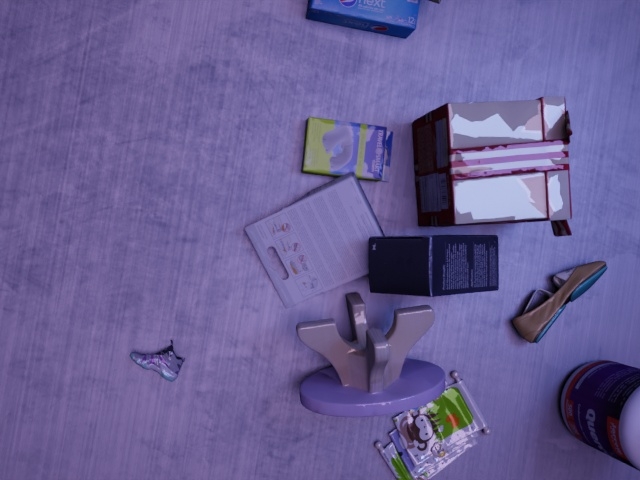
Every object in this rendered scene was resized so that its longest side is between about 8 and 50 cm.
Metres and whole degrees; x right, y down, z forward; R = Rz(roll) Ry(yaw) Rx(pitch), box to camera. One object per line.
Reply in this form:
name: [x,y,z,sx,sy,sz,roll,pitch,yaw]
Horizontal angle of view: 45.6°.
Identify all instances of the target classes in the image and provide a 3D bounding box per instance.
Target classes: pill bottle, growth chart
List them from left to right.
growth chart: [0.224,0.388,1.528,0.237,0.021,0.172,-39,95,-8]
pill bottle: [0.604,0.335,1.436,0.182,0.323,0.181,0,89,-9]

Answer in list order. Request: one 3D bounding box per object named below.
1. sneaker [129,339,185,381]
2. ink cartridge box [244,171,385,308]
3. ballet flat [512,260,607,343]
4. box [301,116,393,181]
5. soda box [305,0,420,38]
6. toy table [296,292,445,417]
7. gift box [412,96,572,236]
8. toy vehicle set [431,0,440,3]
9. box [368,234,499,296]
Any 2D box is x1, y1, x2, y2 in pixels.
sneaker: [-0.303,0.215,1.434,0.098,0.038,0.069,31,83,-17]
ink cartridge box: [0.000,0.000,1.477,0.232,0.066,0.189,-24,102,12]
ballet flat: [0.483,0.108,1.547,0.232,0.080,0.073,-43,67,-9]
box: [0.056,-0.176,1.491,0.178,0.042,0.109,6,89,-9]
soda box: [0.082,-0.453,1.481,0.210,0.071,0.067,9,87,-9]
toy table: [0.092,0.211,1.412,0.274,0.252,0.160,-11,108,-18]
gift box: [0.336,-0.131,1.426,0.258,0.276,0.255,-4,96,-11]
toy vehicle set: [0.140,-0.577,1.462,0.267,0.035,0.166,25,86,13]
box: [0.212,0.043,1.418,0.207,0.153,0.108,-2,91,-41]
